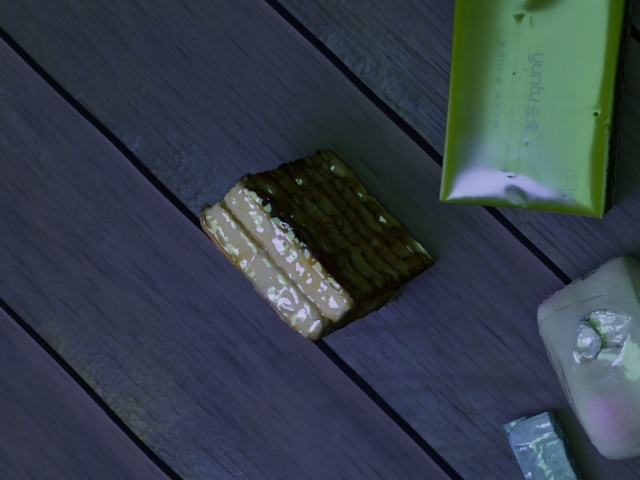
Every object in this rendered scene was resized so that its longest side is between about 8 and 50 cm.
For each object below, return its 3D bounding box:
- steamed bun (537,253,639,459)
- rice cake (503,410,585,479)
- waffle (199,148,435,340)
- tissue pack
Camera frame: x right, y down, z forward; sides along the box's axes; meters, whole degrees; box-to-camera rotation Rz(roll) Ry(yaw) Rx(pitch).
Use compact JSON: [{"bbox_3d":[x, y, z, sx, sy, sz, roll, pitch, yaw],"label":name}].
[{"bbox_3d":[0.361,0.147,1.914,0.170,0.152,0.238,-26,85,19],"label":"steamed bun"},{"bbox_3d":[0.300,0.311,1.996,0.069,0.063,0.206,-26,89,12],"label":"rice cake"},{"bbox_3d":[-0.001,0.001,1.928,0.213,0.308,0.091,47,111,8],"label":"waffle"},{"bbox_3d":[0.260,-0.176,1.902,0.200,0.167,0.274,6,98,16],"label":"tissue pack"}]
